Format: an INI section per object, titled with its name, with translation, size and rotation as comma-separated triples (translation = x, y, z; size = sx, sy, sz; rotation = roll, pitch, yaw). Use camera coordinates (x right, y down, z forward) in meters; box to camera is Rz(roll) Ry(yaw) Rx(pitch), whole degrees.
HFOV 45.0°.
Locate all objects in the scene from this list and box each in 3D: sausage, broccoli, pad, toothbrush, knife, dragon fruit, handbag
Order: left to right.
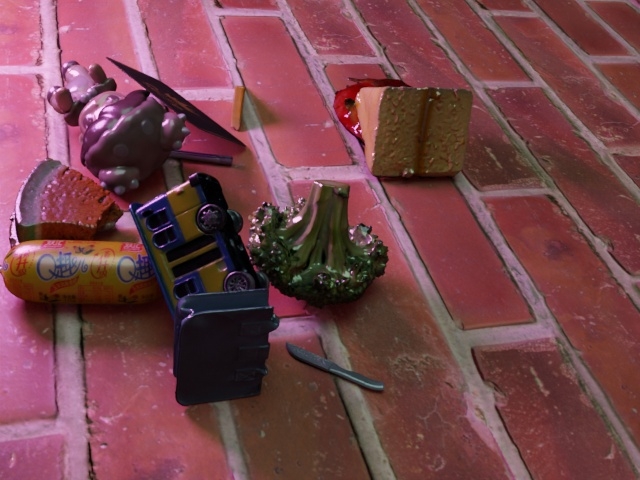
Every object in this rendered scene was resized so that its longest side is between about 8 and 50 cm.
[sausage]
translation = -0.445, 0.062, 1.487
size = 0.348, 0.123, 0.123
rotation = 1, 43, -11
[toothbrush]
translation = -0.392, -0.219, 1.886
size = 0.354, 0.024, 0.029
rotation = 7, 33, -6
[pad]
translation = -0.363, -0.374, 1.911
size = 0.375, 0.063, 0.315
rotation = 38, 13, 25
[handbag]
translation = -0.165, 0.185, 1.342
size = 0.179, 0.229, 0.062
rotation = -4, 42, -17
[broccoli]
translation = -0.013, 0.010, 1.581
size = 0.236, 0.259, 0.288
rotation = -7, 2, 40
[knife]
translation = 0.025, 0.245, 1.483
size = 0.210, 0.015, 0.028
rotation = 21, 49, 10
[dragon fruit]
translation = 0.163, -0.386, 2.160
size = 0.282, 0.100, 0.343
rotation = 23, 41, 18

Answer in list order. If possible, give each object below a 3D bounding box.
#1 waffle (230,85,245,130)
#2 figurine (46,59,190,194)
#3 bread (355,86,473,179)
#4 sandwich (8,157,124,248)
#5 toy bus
[waffle]
translation = -0.222, -0.363, 2.100
size = 0.032, 0.125, 0.191
rotation = 5, 8, -5
[figurine]
translation = -0.487, -0.269, 1.774
size = 0.381, 0.203, 0.248
rotation = 39, 74, 24
[bread]
translation = 0.230, -0.278, 2.007
size = 0.264, 0.235, 0.198
rotation = -1, 10, -17
[sandwich]
translation = -0.540, -0.057, 1.605
size = 0.212, 0.109, 0.292
rotation = 19, 41, 8
[toy bus]
translation = -0.218, 0.035, 1.435
size = 0.175, 0.138, 0.287
rotation = -25, 83, 10
